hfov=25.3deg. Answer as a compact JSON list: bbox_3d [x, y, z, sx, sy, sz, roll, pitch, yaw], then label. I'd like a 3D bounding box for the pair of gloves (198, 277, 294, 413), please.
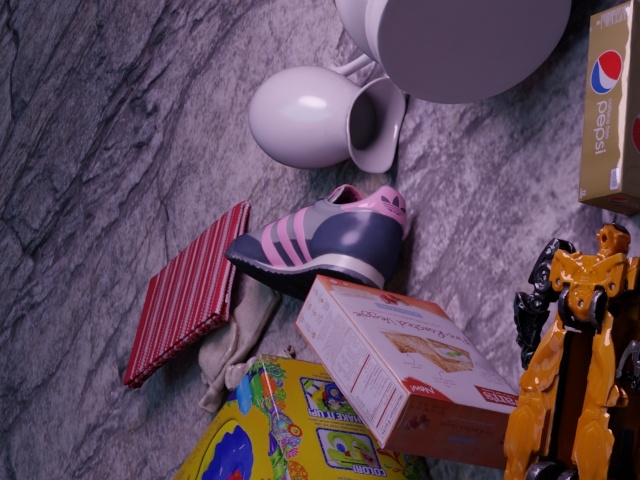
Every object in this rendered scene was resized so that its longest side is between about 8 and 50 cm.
[{"bbox_3d":[-0.100,0.175,1.824,0.204,0.042,0.240,-58,34,30],"label":"pair of gloves"}]

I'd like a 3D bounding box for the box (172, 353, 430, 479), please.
[{"bbox_3d":[-0.026,0.326,1.499,0.290,0.177,0.279,-56,36,31],"label":"box"}]

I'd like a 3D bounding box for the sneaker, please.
[{"bbox_3d":[0.000,0.000,1.689,0.319,0.112,0.131,4,64,57],"label":"sneaker"}]

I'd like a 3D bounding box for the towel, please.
[{"bbox_3d":[-0.187,0.080,1.995,0.275,0.031,0.199,-38,34,46],"label":"towel"}]

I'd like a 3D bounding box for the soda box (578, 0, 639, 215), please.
[{"bbox_3d":[0.278,-0.119,1.280,0.058,0.061,0.181,-13,67,58],"label":"soda box"}]

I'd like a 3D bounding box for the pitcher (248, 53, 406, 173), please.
[{"bbox_3d":[0.019,-0.168,1.709,0.207,0.125,0.178,9,65,50],"label":"pitcher"}]

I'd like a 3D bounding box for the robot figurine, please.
[{"bbox_3d":[0.237,0.131,1.222,0.211,0.085,0.291,6,84,60],"label":"robot figurine"}]

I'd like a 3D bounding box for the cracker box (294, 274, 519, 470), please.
[{"bbox_3d":[0.090,0.127,1.404,0.067,0.155,0.232,-65,32,18],"label":"cracker box"}]

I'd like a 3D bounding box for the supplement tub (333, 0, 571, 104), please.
[{"bbox_3d":[0.110,-0.317,1.478,0.235,0.235,0.325,-56,35,31],"label":"supplement tub"}]
